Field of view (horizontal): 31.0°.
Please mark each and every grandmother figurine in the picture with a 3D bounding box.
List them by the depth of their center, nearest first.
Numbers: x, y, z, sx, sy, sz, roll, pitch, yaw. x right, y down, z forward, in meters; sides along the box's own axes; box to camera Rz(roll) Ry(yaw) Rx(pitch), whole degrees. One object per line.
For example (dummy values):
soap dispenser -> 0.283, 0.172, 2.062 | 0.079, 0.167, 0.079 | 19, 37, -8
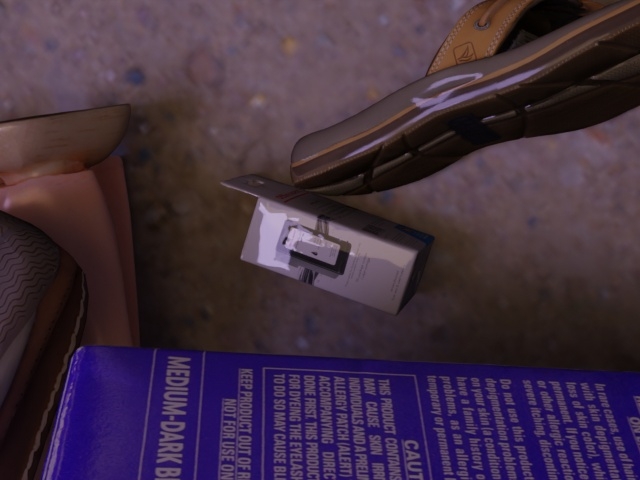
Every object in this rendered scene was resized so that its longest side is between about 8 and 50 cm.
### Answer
grandmother figurine -> -0.102, 0.119, 0.487 | 0.207, 0.104, 0.342 | -1, 101, 35

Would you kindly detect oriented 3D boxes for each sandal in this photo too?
sandal -> 0.067, -0.065, 0.442 | 0.180, 0.072, 0.049 | -20, 71, 19

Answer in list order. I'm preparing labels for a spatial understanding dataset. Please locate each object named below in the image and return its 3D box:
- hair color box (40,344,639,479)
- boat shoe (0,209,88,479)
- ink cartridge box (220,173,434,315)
hair color box -> 0.087, 0.140, 0.362 | 0.338, 0.110, 0.185 | 4, 124, -4
boat shoe -> -0.172, 0.137, 0.411 | 0.123, 0.116, 0.324 | 33, 93, 34
ink cartridge box -> 0.000, 0.000, 0.468 | 0.083, 0.048, 0.028 | 20, 101, 11
